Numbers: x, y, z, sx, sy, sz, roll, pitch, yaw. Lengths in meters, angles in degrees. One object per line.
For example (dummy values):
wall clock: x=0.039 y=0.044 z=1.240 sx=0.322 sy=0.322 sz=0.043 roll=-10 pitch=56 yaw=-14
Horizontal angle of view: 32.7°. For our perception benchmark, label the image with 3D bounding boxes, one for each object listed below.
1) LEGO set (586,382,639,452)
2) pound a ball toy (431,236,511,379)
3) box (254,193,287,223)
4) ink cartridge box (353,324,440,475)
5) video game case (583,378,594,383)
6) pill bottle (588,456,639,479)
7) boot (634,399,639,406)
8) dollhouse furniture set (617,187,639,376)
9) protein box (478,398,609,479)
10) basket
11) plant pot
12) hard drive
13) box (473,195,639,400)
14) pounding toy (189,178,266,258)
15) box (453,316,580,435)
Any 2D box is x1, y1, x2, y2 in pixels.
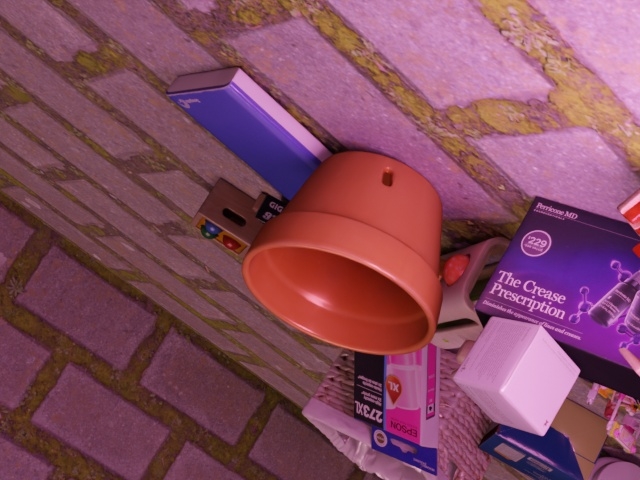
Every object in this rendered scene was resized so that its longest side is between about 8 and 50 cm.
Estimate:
LEGO set: x=0.427 y=0.243 z=1.708 sx=0.287 sy=0.107 sz=0.132 roll=33 pitch=162 yaw=-16
pound a ball toy: x=0.206 y=0.108 z=1.677 sx=0.135 sy=0.208 sz=0.319 roll=34 pitch=164 yaw=-9
box: x=0.000 y=0.000 z=1.927 sx=0.220 sy=0.051 sz=0.175 roll=29 pitch=179 yaw=8
ink cartridge box: x=0.145 y=0.263 z=2.079 sx=0.175 sy=0.069 sz=0.371 roll=15 pitch=114 yaw=43
video game case: x=0.415 y=0.163 z=1.760 sx=0.210 sy=0.042 sz=0.232 roll=28 pitch=163 yaw=11
pill bottle: x=0.601 y=0.543 z=2.337 sx=0.153 sy=0.153 sz=0.265 roll=31 pitch=164 yaw=1
boot: x=0.501 y=0.255 z=1.454 sx=0.131 sy=0.348 sz=0.260 roll=-21 pitch=148 yaw=9
dollhouse furniture set: x=0.414 y=0.044 z=1.103 sx=0.135 sy=0.262 sz=0.259 roll=43 pitch=-169 yaw=-29
protein box: x=0.450 y=0.397 z=2.206 sx=0.199 sy=0.136 sz=0.201 roll=29 pitch=163 yaw=7
basket: x=0.197 y=0.384 z=2.386 sx=0.331 sy=0.266 sz=0.328 roll=18 pitch=159 yaw=35
plant pot: x=0.057 y=0.009 z=1.592 sx=0.290 sy=0.204 sz=0.291 roll=18 pitch=151 yaw=10
hard drive: x=-0.075 y=-0.149 z=1.720 sx=0.318 sy=0.040 sz=0.210 roll=40 pitch=161 yaw=-29
box: x=0.354 y=0.075 z=1.368 sx=0.261 sy=0.184 sz=0.103 roll=20 pitch=156 yaw=33
pounding toy: x=-0.144 y=-0.029 z=2.091 sx=0.181 sy=0.094 sz=0.206 roll=33 pitch=164 yaw=-7
box: x=0.239 y=0.164 z=1.329 sx=0.101 sy=0.102 sz=0.087 roll=46 pitch=160 yaw=-30
